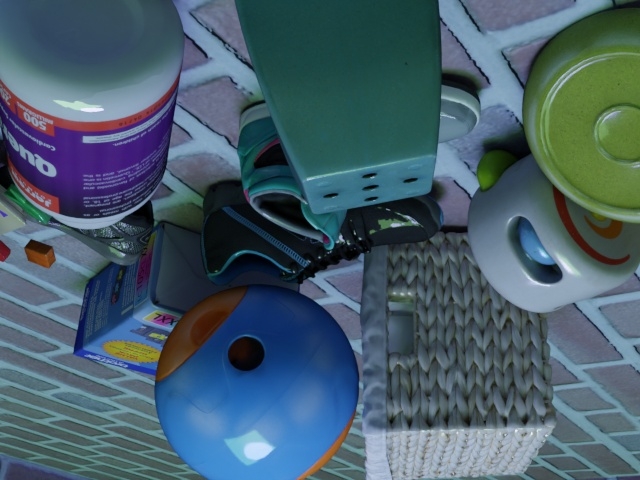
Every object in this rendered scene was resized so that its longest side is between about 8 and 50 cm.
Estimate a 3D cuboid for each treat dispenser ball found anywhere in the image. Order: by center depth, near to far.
[{"bbox_3d":[-0.088,0.205,1.227,0.288,0.288,0.288,4,154,2],"label":"treat dispenser ball"}]

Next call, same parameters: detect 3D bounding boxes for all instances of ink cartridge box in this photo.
[{"bbox_3d":[-0.250,0.136,1.519,0.270,0.151,0.395,20,151,-29],"label":"ink cartridge box"}]

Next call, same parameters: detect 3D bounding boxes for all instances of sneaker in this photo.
[{"bbox_3d":[0.035,-0.081,0.995,0.296,0.178,0.124,-6,151,20],"label":"sneaker"},{"bbox_3d":[-0.331,-0.066,1.204,0.228,0.087,0.130,29,125,-11],"label":"sneaker"},{"bbox_3d":[0.000,0.000,1.209,0.341,0.139,0.125,-3,150,11],"label":"sneaker"}]

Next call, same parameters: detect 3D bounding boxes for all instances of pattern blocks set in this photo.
[{"bbox_3d":[-0.474,-0.064,1.179,0.325,0.026,0.285,-1,138,47],"label":"pattern blocks set"}]

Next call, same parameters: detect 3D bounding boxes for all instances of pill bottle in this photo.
[{"bbox_3d":[-0.249,-0.135,0.931,0.182,0.181,0.323,10,153,-10],"label":"pill bottle"}]

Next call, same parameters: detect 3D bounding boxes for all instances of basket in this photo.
[{"bbox_3d":[0.197,0.189,1.351,0.267,0.328,0.331,0,153,4],"label":"basket"}]

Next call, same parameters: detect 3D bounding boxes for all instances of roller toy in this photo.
[{"bbox_3d":[0.294,-0.017,1.068,0.209,0.191,0.146,20,149,-27],"label":"roller toy"}]

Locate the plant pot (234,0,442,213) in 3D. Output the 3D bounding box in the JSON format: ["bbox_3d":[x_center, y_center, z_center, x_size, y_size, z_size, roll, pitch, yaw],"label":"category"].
[{"bbox_3d":[0.021,-0.153,0.727,0.166,0.234,0.165,-11,165,2],"label":"plant pot"}]

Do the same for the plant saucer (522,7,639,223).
[{"bbox_3d":[0.316,-0.114,0.889,0.241,0.037,0.240,20,130,25],"label":"plant saucer"}]
